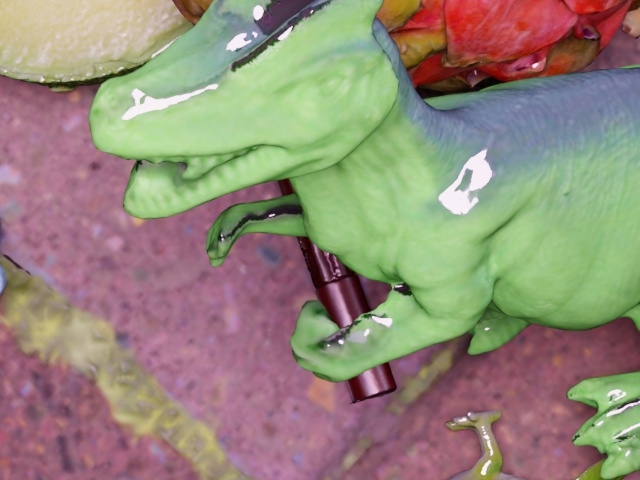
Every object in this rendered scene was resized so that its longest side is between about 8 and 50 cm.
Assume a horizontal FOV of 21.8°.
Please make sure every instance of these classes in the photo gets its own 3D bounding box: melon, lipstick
[{"bbox_3d":[-0.155,-0.141,0.889,0.209,0.064,0.118,34,88,9],"label":"melon"},{"bbox_3d":[0.001,0.000,0.883,0.027,0.027,0.177,-19,82,2],"label":"lipstick"}]

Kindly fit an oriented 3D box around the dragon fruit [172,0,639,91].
[{"bbox_3d":[0.060,-0.190,0.773,0.291,0.269,0.250,25,116,27],"label":"dragon fruit"}]

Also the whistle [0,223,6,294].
[{"bbox_3d":[-0.274,-0.050,0.873,0.269,0.093,0.180,38,104,7],"label":"whistle"}]

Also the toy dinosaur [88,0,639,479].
[{"bbox_3d":[0.174,-0.068,0.723,0.500,0.374,0.144,-26,55,-2],"label":"toy dinosaur"}]

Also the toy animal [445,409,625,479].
[{"bbox_3d":[0.111,0.113,0.859,0.217,0.041,0.075,-26,81,-4],"label":"toy animal"}]
